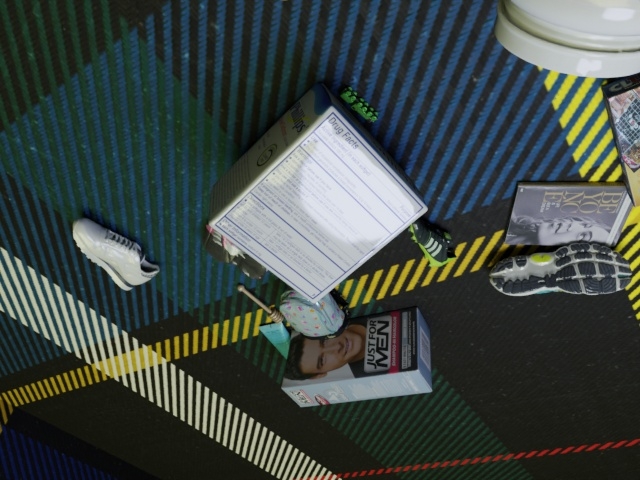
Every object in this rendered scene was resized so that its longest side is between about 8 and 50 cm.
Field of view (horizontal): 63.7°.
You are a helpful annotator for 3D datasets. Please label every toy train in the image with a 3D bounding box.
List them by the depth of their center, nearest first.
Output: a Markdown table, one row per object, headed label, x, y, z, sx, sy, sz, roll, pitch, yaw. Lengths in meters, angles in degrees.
| label | x | y | z | sx | sy | sz | roll | pitch | yaw |
| --- | --- | --- | --- | --- | --- | --- | --- | --- | --- |
| toy train | 0.068 | -0.237 | 0.907 | 0.083 | 0.017 | 0.023 | 37 | 140 | -27 |

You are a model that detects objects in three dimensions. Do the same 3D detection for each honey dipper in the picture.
| label | x | y | z | sx | sy | sz | roll | pitch | yaw |
| --- | --- | --- | --- | --- | --- | --- | --- | --- | --- |
| honey dipper | -0.162 | 0.167 | 1.367 | 0.030 | 0.031 | 0.160 | -28 | 123 | 33 |

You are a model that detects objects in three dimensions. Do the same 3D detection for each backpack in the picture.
| label | x | y | z | sx | sy | sz | roll | pitch | yaw |
| --- | --- | --- | --- | --- | --- | --- | --- | --- | --- |
| backpack | -0.022 | 0.167 | 1.279 | 0.151 | 0.115 | 0.182 | -10 | 131 | 23 |

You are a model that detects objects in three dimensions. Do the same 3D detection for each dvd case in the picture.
| label | x | y | z | sx | sy | sz | roll | pitch | yaw |
| --- | --- | --- | --- | --- | --- | --- | --- | --- | --- |
| dvd case | 0.494 | -0.049 | 1.029 | 0.221 | 0.018 | 0.165 | 1 | 136 | 8 |

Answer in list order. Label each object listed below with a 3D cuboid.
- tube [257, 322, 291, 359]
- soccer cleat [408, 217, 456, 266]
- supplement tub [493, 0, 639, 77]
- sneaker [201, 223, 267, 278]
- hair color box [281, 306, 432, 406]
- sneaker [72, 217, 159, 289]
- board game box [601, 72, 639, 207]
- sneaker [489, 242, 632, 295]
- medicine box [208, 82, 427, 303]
| label | x | y | z | sx | sy | sz | roll | pitch | yaw |
| --- | --- | --- | --- | --- | --- | --- | --- | --- | --- |
| tube | -0.095 | 0.310 | 1.494 | 0.080 | 0.052 | 0.207 | -19 | 125 | 21 |
| soccer cleat | 0.236 | -0.008 | 1.095 | 0.072 | 0.060 | 0.179 | -23 | 135 | 18 |
| supplement tub | 0.332 | -0.376 | 0.550 | 0.240 | 0.241 | 0.332 | 6 | 137 | 4 |
| sneaker | -0.190 | 0.021 | 1.189 | 0.178 | 0.077 | 0.072 | 37 | 118 | 2 |
| hair color box | 0.095 | 0.311 | 1.356 | 0.374 | 0.186 | 0.114 | -15 | 132 | 24 |
| sneaker | -0.493 | 0.020 | 1.242 | 0.094 | 0.090 | 0.235 | -22 | 133 | 13 |
| board game box | 0.579 | -0.178 | 0.848 | 0.164 | 0.042 | 0.243 | -19 | 127 | 25 |
| sneaker | 0.507 | 0.067 | 1.104 | 0.275 | 0.107 | 0.110 | -3 | 168 | 22 |
| medicine box | -0.008 | -0.077 | 0.930 | 0.289 | 0.149 | 0.263 | -41 | 120 | 14 |
